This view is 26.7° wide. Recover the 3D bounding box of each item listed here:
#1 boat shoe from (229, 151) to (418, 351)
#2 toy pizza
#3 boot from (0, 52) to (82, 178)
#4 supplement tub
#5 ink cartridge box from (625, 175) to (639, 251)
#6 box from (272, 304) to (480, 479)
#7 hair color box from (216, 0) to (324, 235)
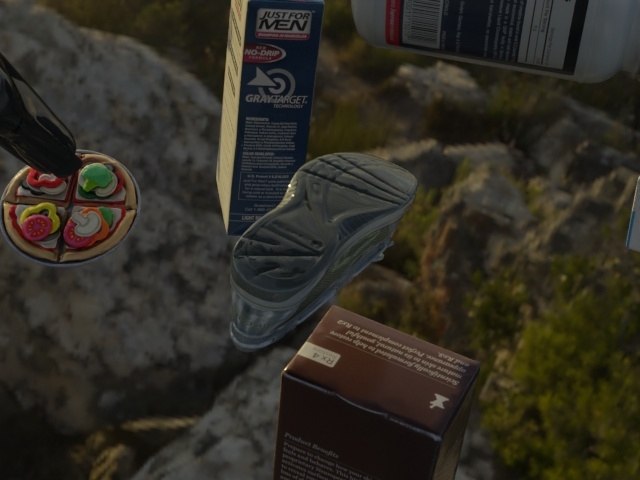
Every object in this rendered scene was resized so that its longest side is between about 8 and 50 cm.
[{"bbox_3d":[0.002,0.002,1.427,0.118,0.103,0.320,26,38,14],"label":"boat shoe"},{"bbox_3d":[-0.355,-0.052,1.902,0.201,0.032,0.201,0,57,0],"label":"toy pizza"},{"bbox_3d":[-0.252,-0.124,0.923,0.198,0.077,0.137,54,6,29],"label":"boot"},{"bbox_3d":[0.175,-0.239,1.147,0.272,0.191,0.191,11,35,8],"label":"supplement tub"},{"bbox_3d":[0.397,-0.052,1.450,0.090,0.092,0.143,17,37,21],"label":"ink cartridge box"},{"bbox_3d":[0.051,0.279,1.586,0.191,0.381,0.143,22,44,16],"label":"box"},{"bbox_3d":[-0.073,-0.195,1.846,0.105,0.347,0.174,1,31,-11],"label":"hair color box"}]
